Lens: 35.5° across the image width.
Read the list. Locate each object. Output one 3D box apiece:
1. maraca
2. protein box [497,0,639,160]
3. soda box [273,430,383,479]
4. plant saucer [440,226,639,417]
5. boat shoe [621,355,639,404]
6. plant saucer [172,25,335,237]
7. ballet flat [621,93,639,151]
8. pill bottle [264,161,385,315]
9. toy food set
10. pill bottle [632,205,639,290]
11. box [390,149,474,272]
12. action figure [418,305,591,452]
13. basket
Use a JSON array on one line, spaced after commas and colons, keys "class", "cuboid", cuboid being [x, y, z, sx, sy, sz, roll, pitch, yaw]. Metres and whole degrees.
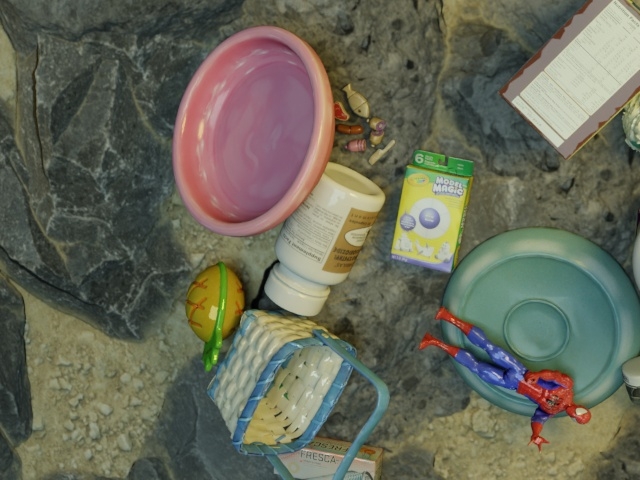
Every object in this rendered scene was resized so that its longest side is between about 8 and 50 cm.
[{"class": "maraca", "cuboid": [-0.179, 0.126, 1.685, 0.099, 0.127, 0.185, 8, 66, -14]}, {"class": "protein box", "cuboid": [0.375, -0.240, 1.389, 0.136, 0.200, 0.201, 46, 111, 4]}, {"class": "soda box", "cuboid": [0.013, 0.381, 1.725, 0.183, 0.058, 0.062, 7, 104, 17]}, {"class": "plant saucer", "cuboid": [0.342, 0.137, 1.571, 0.318, 0.044, 0.317, 4, 103, 18]}, {"class": "boat shoe", "cuboid": [0.568, 0.198, 1.496, 0.219, 0.077, 0.070, -13, 113, 20]}, {"class": "plant saucer", "cuboid": [-0.097, -0.166, 1.565, 0.332, 0.084, 0.332, -8, 77, 40]}, {"class": "ballet flat", "cuboid": [0.597, -0.240, 1.352, 0.409, 0.147, 0.147, -41, 87, 21]}, {"class": "pill bottle", "cuboid": [0.000, 0.000, 1.604, 0.131, 0.131, 0.229, 29, 110, 10]}, {"class": "toy food set", "cuboid": [0.059, -0.183, 1.603, 0.078, 0.019, 0.122, -43, 87, 21]}, {"class": "pill bottle", "cuboid": [0.512, 0.010, 1.334, 0.182, 0.323, 0.181, 4, 104, 18]}, {"class": "box", "cuboid": [0.178, -0.047, 1.583, 0.105, 0.043, 0.179, 13, 104, 16]}, {"class": "action figure", "cuboid": [0.281, 0.214, 1.516, 0.280, 0.139, 0.091, 28, 110, 8]}, {"class": "basket", "cuboid": [-0.031, 0.255, 1.614, 0.289, 0.201, 0.254, 47, 116, 40]}]
